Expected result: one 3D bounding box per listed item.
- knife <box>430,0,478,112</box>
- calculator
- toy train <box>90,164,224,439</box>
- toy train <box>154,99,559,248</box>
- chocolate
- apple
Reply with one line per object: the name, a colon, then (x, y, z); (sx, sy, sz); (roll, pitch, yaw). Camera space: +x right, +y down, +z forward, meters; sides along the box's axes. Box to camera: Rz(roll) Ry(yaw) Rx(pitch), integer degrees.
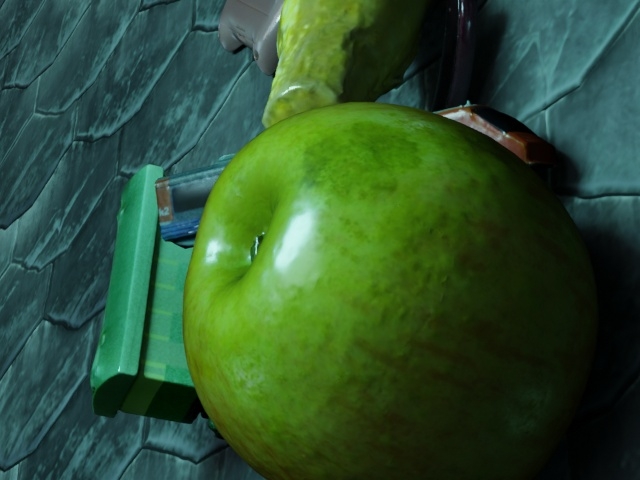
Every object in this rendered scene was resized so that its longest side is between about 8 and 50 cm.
knife: (0.112, -0.121, 1.457); (0.123, 0.053, 0.278); (12, 84, 71)
calculator: (-0.027, -0.382, 1.874); (0.330, 0.048, 0.220); (-59, 29, 4)
toy train: (-0.132, 0.065, 1.539); (0.120, 0.202, 0.301); (126, 153, -54)
toy train: (0.026, -0.066, 1.379); (0.409, 0.086, 0.089); (-12, 85, 30)
chocolate: (0.028, -0.225, 1.447); (0.162, 0.162, 0.445); (-39, 19, 36)
apple: (0.047, 0.057, 1.159); (0.339, 0.339, 0.339); (-36, 40, 39)
